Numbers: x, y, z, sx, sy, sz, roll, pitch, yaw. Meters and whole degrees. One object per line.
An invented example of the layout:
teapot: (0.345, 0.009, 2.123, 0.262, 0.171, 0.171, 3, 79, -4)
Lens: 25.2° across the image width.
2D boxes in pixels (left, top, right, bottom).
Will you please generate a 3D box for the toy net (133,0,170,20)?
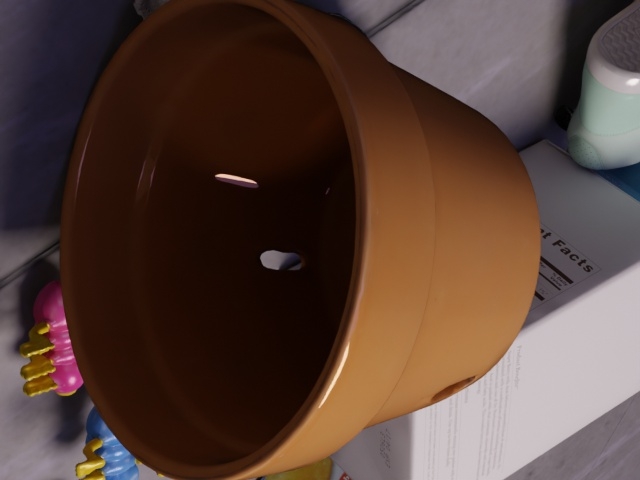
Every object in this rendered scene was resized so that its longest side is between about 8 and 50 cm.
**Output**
toy net: (-0.014, -0.203, 0.917, 0.232, 0.045, 0.122, -31, 140, -21)

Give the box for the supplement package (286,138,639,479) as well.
supplement package: (0.135, 0.074, 1.204, 0.293, 0.175, 0.177, -26, 137, -26)

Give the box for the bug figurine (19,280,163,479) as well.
bug figurine: (-0.228, 0.133, 0.982, 0.279, 0.072, 0.216, -13, 125, -31)

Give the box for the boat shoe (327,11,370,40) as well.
boat shoe: (0.027, -0.086, 1.048, 0.081, 0.068, 0.227, -12, 140, 10)

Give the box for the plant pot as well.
plant pot: (0.000, 0.000, 0.894, 0.203, 0.291, 0.291, 3, 120, -41)

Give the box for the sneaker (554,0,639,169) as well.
sneaker: (0.303, -0.159, 1.246, 0.256, 0.094, 0.151, -34, 154, -29)

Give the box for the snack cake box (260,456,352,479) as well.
snack cake box: (-0.030, 0.304, 1.318, 0.264, 0.089, 0.152, -48, 145, 0)

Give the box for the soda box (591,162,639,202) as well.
soda box: (0.313, -0.016, 1.272, 0.071, 0.210, 0.067, -22, 136, -31)
